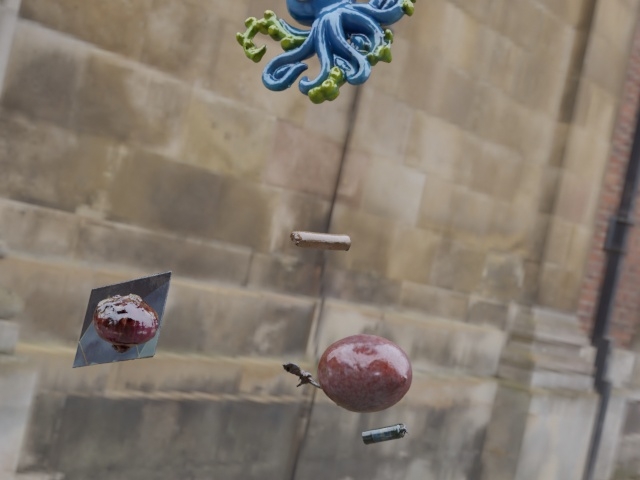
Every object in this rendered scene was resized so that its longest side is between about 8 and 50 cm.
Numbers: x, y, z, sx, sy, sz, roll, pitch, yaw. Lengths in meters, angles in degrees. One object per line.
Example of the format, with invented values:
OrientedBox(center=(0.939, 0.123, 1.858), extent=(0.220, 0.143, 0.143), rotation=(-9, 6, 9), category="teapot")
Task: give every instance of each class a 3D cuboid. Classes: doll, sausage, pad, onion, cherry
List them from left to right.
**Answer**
OrientedBox(center=(-0.362, 0.145, 2.122), extent=(0.243, 0.163, 0.004), rotation=(-12, -31, 41), category="pad")
OrientedBox(center=(-0.316, 0.136, 1.899), extent=(0.107, 0.097, 0.107), rotation=(12, 13, -3), category="onion")
OrientedBox(center=(0.000, 0.000, 1.669), extent=(0.026, 0.026, 0.116), rotation=(11, 4, 40), category="sausage")
OrientedBox(center=(0.014, -0.421, 2.229), extent=(0.341, 0.346, 0.099), rotation=(63, 3, 36), category="doll")
OrientedBox(center=(0.021, 0.160, 1.399), extent=(0.107, 0.090, 0.226), rotation=(13, -16, -41), category="cherry")

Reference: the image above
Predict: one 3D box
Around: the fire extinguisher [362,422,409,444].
OrientedBox(center=(0.113, 0.324, 1.978), extent=(0.083, 0.025, 0.038), rotation=(-15, 30, 24), category="fire extinguisher")
